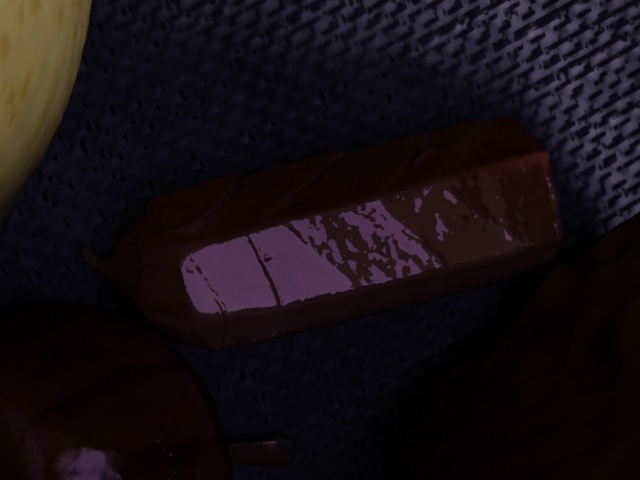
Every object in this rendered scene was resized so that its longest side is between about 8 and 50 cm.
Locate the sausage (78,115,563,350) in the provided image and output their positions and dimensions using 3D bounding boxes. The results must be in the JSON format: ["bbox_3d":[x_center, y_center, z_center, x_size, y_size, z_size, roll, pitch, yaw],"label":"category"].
[{"bbox_3d":[0.000,0.000,0.637,0.169,0.065,0.065,-14,101,-14],"label":"sausage"}]

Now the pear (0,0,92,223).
[{"bbox_3d":[-0.216,-0.086,0.454,0.309,0.309,0.309,-2,98,-14],"label":"pear"}]

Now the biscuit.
[{"bbox_3d":[0.161,0.209,0.545,0.166,0.395,0.342,-32,107,17],"label":"biscuit"}]

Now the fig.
[{"bbox_3d":[-0.080,0.073,0.603,0.150,0.128,0.128,-45,108,-33],"label":"fig"}]
